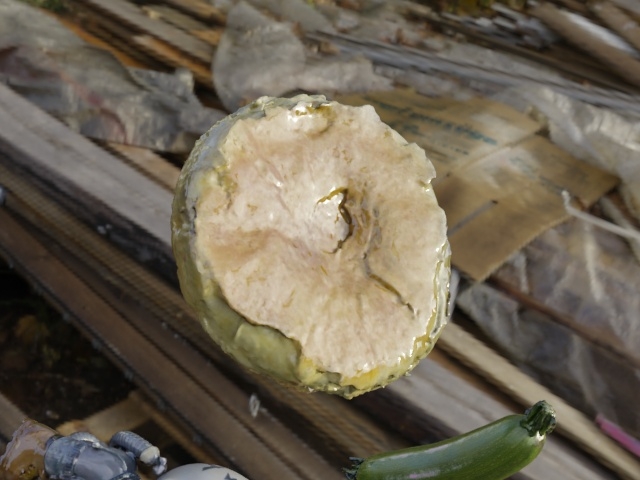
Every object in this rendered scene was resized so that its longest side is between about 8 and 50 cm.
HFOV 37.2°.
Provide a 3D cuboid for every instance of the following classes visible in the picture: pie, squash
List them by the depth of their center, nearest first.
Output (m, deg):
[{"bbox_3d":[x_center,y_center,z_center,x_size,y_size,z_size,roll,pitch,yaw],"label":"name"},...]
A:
[{"bbox_3d":[0.000,0.000,0.998,0.339,0.340,0.083,6,-14,-25],"label":"pie"},{"bbox_3d":[0.156,0.272,1.152,0.080,0.318,0.071,52,36,-17],"label":"squash"}]

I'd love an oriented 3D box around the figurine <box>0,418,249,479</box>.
[{"bbox_3d":[-0.210,0.335,1.130,0.381,0.186,0.261,16,-9,20],"label":"figurine"}]
